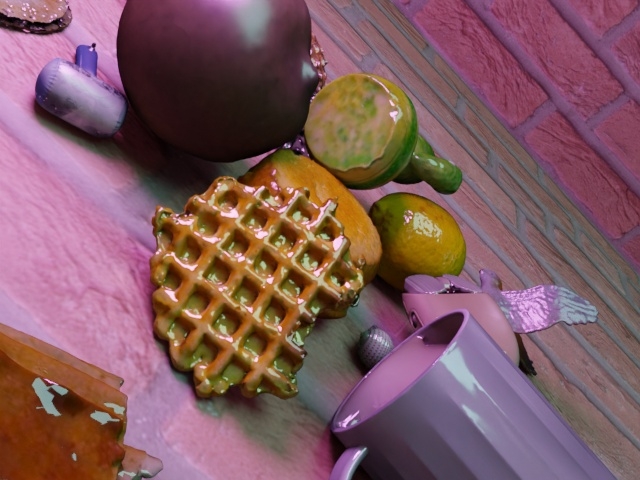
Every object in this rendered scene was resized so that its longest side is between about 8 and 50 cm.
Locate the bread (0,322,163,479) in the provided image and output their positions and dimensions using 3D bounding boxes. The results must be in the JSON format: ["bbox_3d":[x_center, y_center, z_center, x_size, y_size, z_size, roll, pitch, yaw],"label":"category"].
[{"bbox_3d":[-0.193,0.243,0.414,0.370,0.191,0.314,41,25,-26],"label":"bread"}]

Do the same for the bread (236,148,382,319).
[{"bbox_3d":[-0.026,-0.011,0.997,0.268,0.145,0.268,38,27,-23],"label":"bread"}]

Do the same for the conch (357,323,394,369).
[{"bbox_3d":[0.086,0.168,1.034,0.076,0.056,0.085,-99,164,-74],"label":"conch"}]

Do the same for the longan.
[{"bbox_3d":[-0.139,-0.252,0.953,0.297,0.297,0.297,35,32,-26],"label":"longan"}]

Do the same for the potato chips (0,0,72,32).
[{"bbox_3d":[-0.451,-0.379,0.958,0.220,0.029,0.202,49,28,-7],"label":"potato chips"}]

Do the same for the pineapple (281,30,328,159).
[{"bbox_3d":[-0.039,-0.249,1.283,0.170,0.141,0.310,47,29,-63],"label":"pineapple"}]

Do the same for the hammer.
[{"bbox_3d":[-0.319,-0.220,0.923,0.116,0.069,0.194,28,27,-34],"label":"hammer"}]

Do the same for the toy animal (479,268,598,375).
[{"bbox_3d":[0.345,0.206,1.335,0.302,0.225,0.284,37,49,2],"label":"toy animal"}]

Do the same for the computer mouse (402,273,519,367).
[{"bbox_3d":[0.217,0.129,1.071,0.145,0.082,0.236,1,33,-16],"label":"computer mouse"}]

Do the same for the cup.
[{"bbox_3d":[0.177,0.305,0.849,0.323,0.237,0.327,-40,90,-32],"label":"cup"}]

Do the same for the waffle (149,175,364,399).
[{"bbox_3d":[-0.071,0.050,0.817,0.291,0.051,0.291,5,71,-13],"label":"waffle"}]

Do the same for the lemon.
[{"bbox_3d":[0.165,0.007,1.226,0.207,0.170,0.170,30,34,-26],"label":"lemon"}]

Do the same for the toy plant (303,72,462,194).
[{"bbox_3d":[0.111,-0.157,1.186,0.224,0.185,0.315,24,3,31],"label":"toy plant"}]
